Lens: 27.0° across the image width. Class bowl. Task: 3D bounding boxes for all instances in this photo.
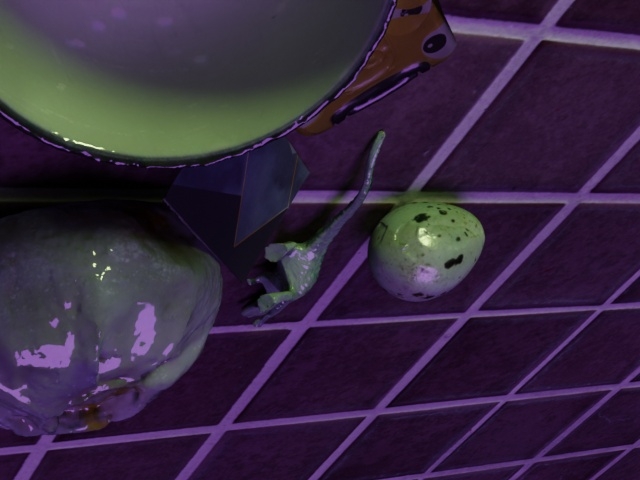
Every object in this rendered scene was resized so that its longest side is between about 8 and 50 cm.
[{"bbox_3d":[-0.122,-0.248,1.005,0.353,0.185,0.354,-6,127,-8],"label":"bowl"}]

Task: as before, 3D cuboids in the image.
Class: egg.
[{"bbox_3d":[0.140,0.008,1.737,0.164,0.131,0.131,-28,154,-18],"label":"egg"}]

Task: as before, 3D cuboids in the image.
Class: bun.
[{"bbox_3d":[-0.275,0.097,1.502,0.361,0.211,0.362,-21,154,-11],"label":"bun"}]

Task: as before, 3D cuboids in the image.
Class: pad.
[{"bbox_3d":[-0.087,-0.062,1.481,0.164,0.004,0.243,-60,153,-12],"label":"pad"}]

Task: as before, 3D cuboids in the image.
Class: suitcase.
[{"bbox_3d":[0.002,-0.223,1.233,0.194,0.143,0.235,-29,150,10],"label":"suitcase"}]

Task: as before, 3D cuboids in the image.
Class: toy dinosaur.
[{"bbox_3d":[-0.026,0.021,1.673,0.129,0.076,0.383,-41,176,-44],"label":"toy dinosaur"}]
